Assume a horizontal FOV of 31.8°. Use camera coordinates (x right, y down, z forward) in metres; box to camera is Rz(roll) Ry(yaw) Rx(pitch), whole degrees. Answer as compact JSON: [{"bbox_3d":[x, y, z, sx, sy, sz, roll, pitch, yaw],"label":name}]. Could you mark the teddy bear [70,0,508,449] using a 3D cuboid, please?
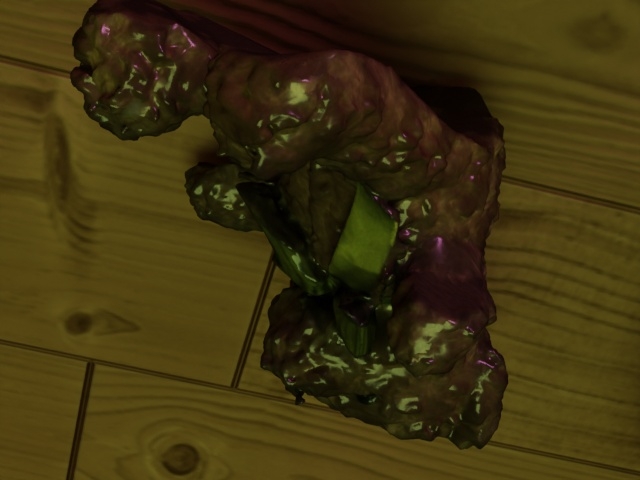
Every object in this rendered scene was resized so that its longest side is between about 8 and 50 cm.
[{"bbox_3d":[-0.007,0.001,0.641,0.296,0.246,0.222,6,105,-48],"label":"teddy bear"}]
